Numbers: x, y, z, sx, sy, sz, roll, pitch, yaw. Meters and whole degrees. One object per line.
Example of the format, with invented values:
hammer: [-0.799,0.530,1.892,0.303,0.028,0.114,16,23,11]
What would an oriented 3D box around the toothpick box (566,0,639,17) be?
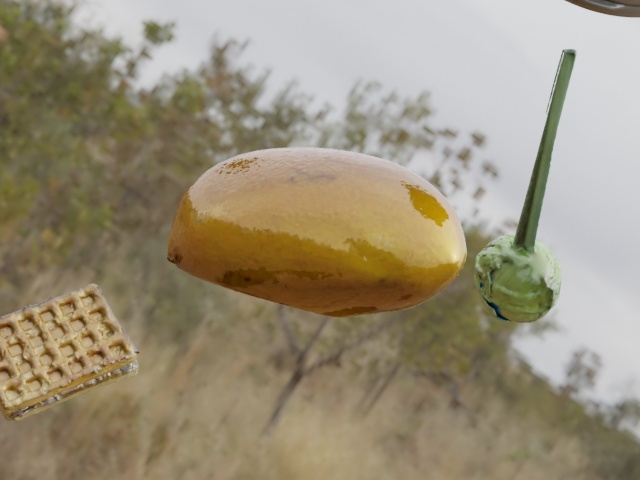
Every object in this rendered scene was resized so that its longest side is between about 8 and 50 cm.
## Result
toothpick box: [0.235,-0.325,1.092,0.229,0.229,0.316,34,-34,5]

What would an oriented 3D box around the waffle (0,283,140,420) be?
waffle: [-0.263,0.111,1.603,0.102,0.148,0.042,57,-28,24]

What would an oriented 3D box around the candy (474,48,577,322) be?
candy: [0.223,-0.052,1.667,0.092,0.336,0.093,0,39,-10]

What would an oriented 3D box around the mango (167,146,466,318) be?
mango: [0.001,-0.007,1.019,0.217,0.102,0.141,11,5,44]
